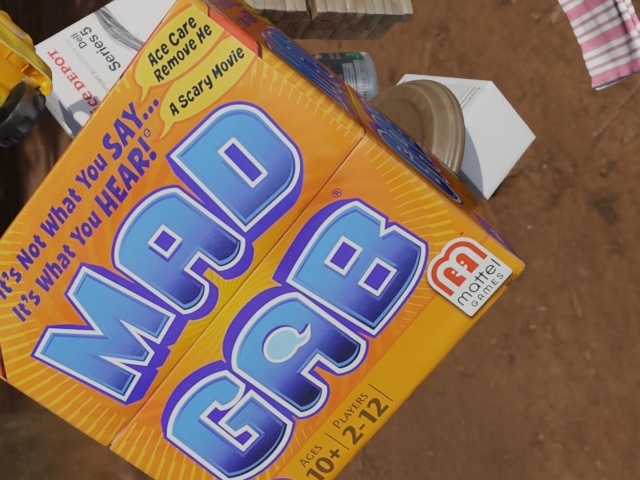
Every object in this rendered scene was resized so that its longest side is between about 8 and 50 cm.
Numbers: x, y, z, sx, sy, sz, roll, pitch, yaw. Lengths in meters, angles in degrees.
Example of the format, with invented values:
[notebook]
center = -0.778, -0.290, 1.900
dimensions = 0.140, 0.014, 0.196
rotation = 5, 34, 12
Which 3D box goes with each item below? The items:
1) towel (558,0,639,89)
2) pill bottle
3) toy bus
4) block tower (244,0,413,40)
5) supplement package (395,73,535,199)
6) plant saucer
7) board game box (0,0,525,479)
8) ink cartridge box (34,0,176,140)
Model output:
[towel]
center = 0.388, -0.316, 1.248
dimensions = 0.197, 0.029, 0.144
rotation = 66, 170, -1
[pill bottle]
center = -0.067, -0.303, 1.944
dimensions = 0.204, 0.361, 0.204
rotation = 176, 90, -81
[toy bus]
center = -0.363, -0.165, 0.859
dimensions = 0.220, 0.149, 0.211
rotation = -35, 35, 20
[block tower]
center = -0.027, -0.376, 1.400
dimensions = 0.097, 0.336, 0.090
rotation = 141, 122, -64
[supplement package]
center = 0.203, -0.175, 1.463
dimensions = 0.139, 0.134, 0.244
rotation = -51, 29, -8
[plant saucer]
center = 0.093, -0.105, 1.267
dimensions = 0.278, 0.041, 0.277
rotation = -33, 47, 43
[board game box]
center = -0.079, -0.002, 0.902
dimensions = 0.356, 0.356, 0.356
rotation = -50, 12, 12
[ink cartridge box]
center = -0.216, -0.221, 1.186
dimensions = 0.198, 0.273, 0.115
rotation = 49, 163, 16
